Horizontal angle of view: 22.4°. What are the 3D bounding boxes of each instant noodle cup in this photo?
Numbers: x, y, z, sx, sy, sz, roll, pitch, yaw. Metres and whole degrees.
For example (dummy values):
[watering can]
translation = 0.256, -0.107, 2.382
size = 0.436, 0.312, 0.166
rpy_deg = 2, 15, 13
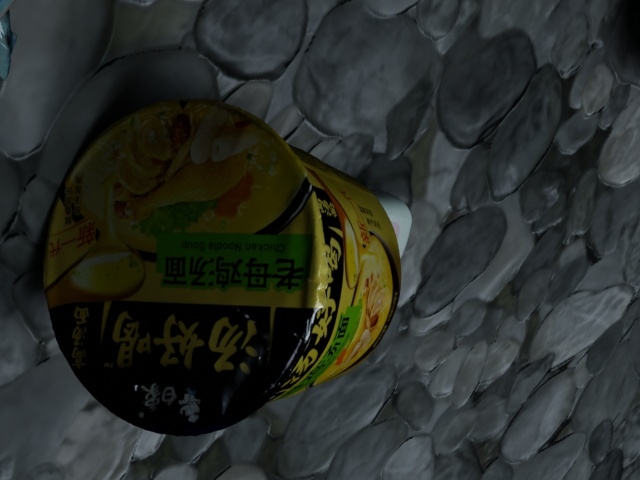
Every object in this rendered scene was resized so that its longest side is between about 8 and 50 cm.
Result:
[instant noodle cup]
translation = -0.039, 0.014, 0.766
size = 0.151, 0.151, 0.122
rpy_deg = -62, 156, 9

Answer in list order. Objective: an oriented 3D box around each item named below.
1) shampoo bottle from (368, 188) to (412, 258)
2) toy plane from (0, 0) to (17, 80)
[shampoo bottle]
translation = 0.000, 0.000, 0.873
size = 0.099, 0.043, 0.072
rpy_deg = 15, 105, -52
[toy plane]
translation = -0.191, -0.036, 0.569
size = 0.223, 0.104, 0.326
rpy_deg = -17, 131, -41
